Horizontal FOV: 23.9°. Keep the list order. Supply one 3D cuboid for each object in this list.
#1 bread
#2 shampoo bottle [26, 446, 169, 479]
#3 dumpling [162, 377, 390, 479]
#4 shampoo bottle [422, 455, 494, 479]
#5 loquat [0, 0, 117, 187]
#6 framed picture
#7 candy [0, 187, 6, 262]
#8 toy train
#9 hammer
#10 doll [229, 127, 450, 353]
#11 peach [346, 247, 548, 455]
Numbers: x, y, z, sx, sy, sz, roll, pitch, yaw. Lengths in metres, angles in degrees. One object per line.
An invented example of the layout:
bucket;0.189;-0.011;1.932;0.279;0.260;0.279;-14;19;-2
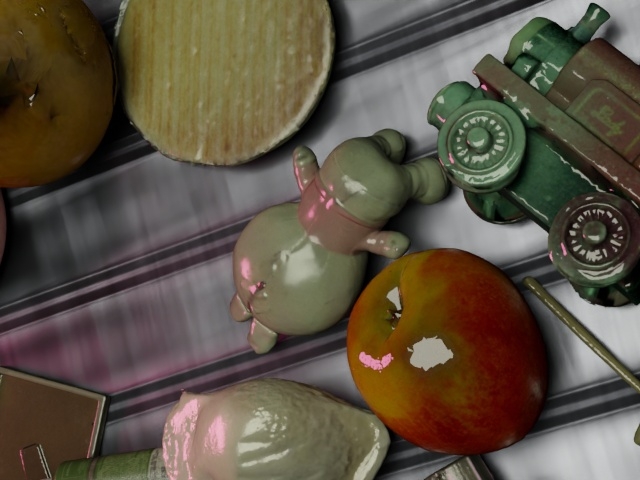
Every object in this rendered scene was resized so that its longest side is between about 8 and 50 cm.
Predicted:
bread;-0.101;-0.202;1.594;0.267;0.040;0.266;-2;85;24
shampoo bottle;-0.221;0.256;1.590;0.205;0.065;0.065;-10;82;17
dumpling;-0.047;0.219;1.490;0.216;0.126;0.166;6;80;-7
shampoo bottle;0.169;0.318;1.428;0.086;0.056;0.227;-38;72;24
loquat;-0.329;-0.170;1.590;0.235;0.235;0.235;-2;85;24
framed picture;-0.316;0.252;1.670;0.150;0.015;0.203;11;90;24
candy;-0.467;-0.013;1.712;0.255;0.094;0.255;-2;86;24
toy train;0.250;-0.081;1.385;0.304;0.150;0.221;41;92;22
hammer;0.255;0.108;1.428;0.195;0.028;0.060;46;111;23
doll;-0.003;-0.003;1.496;0.275;0.113;0.155;-45;72;14
peach;0.124;0.107;1.429;0.190;0.192;0.190;-28;39;25
